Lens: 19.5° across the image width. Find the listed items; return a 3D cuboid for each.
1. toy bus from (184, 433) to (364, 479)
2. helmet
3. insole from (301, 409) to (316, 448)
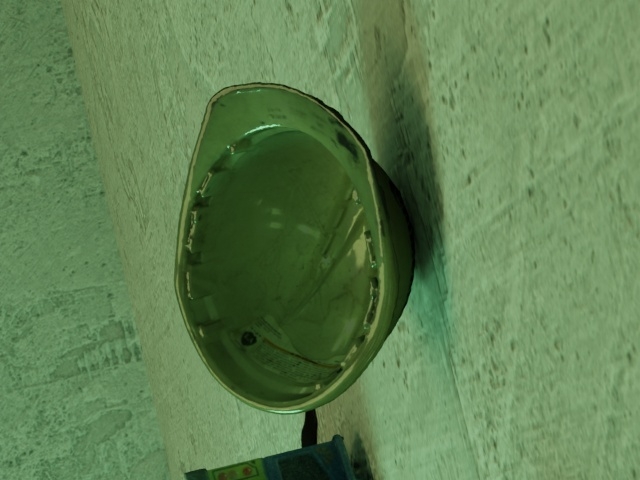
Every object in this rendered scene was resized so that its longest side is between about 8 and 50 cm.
[{"bbox_3d":[-0.049,0.331,1.881,0.312,0.190,0.152,101,154,-62],"label":"toy bus"},{"bbox_3d":[0.003,-0.004,1.431,0.204,0.137,0.257,24,116,30],"label":"helmet"},{"bbox_3d":[-0.013,0.220,2.066,0.152,0.002,0.053,93,161,-54],"label":"insole"}]
